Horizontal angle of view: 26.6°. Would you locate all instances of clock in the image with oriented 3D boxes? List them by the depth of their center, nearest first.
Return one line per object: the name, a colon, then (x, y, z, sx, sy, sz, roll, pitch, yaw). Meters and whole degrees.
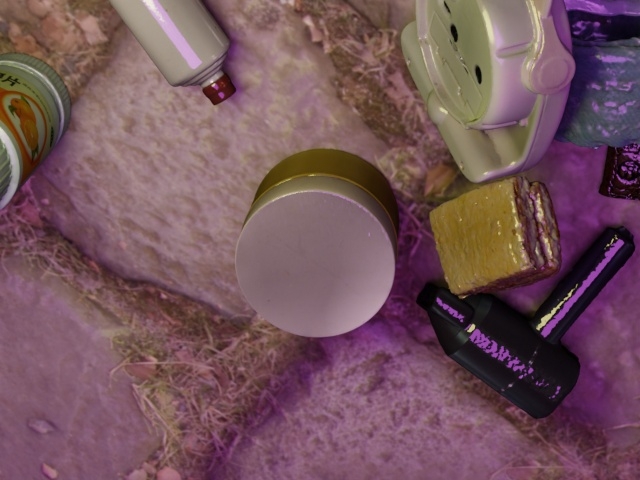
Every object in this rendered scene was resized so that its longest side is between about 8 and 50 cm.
clock: (0.206, -0.253, 1.671, 0.109, 0.265, 0.324, -15, 151, -16)

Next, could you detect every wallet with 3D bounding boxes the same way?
wallet: (0.466, -0.167, 1.852, 0.133, 0.039, 0.243, 7, 113, 4)

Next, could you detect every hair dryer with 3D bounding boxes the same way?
hair dryer: (0.307, 0.072, 1.943, 0.244, 0.116, 0.302, 37, 99, -10)

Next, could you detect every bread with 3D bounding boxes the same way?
bread: (0.240, -0.003, 1.797, 0.102, 0.196, 0.138, -11, 81, -28)

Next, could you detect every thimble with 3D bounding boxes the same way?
thimble: (0.360, -0.218, 1.742, 0.198, 0.235, 0.143, -9, 118, -10)

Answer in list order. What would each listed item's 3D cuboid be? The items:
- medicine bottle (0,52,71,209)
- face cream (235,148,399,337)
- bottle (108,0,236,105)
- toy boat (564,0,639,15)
medicine bottle: (-0.446, -0.135, 1.797, 0.158, 0.318, 0.158, 2, 114, 5)
face cream: (0.000, 0.000, 1.886, 0.218, 0.179, 0.218, 2, 112, 5)
bottle: (-0.199, -0.290, 1.828, 0.104, 0.104, 0.245, -32, 106, 16)
toy boat: (0.393, -0.378, 1.720, 0.290, 0.100, 0.199, -21, 92, 1)
